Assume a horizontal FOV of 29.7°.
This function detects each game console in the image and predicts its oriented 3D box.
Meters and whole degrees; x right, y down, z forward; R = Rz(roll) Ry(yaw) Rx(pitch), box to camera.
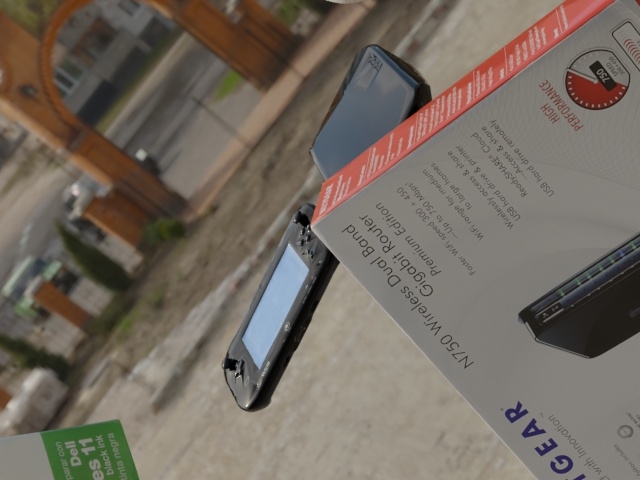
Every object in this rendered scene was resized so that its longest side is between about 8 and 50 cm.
[{"bbox_3d":[0.000,0.000,1.115,0.361,0.044,0.213,-64,19,14],"label":"game console"}]

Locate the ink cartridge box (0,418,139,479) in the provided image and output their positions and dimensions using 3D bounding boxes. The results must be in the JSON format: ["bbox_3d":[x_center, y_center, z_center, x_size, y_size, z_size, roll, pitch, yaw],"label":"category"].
[{"bbox_3d":[-0.213,0.170,0.622,0.153,0.208,0.086,-40,62,44],"label":"ink cartridge box"}]

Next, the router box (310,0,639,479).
[{"bbox_3d":[0.216,0.011,0.837,0.301,0.335,0.082,-37,16,21],"label":"router box"}]

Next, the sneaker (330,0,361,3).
[{"bbox_3d":[-0.033,-0.203,0.761,0.087,0.092,0.229,-43,56,-15],"label":"sneaker"}]
